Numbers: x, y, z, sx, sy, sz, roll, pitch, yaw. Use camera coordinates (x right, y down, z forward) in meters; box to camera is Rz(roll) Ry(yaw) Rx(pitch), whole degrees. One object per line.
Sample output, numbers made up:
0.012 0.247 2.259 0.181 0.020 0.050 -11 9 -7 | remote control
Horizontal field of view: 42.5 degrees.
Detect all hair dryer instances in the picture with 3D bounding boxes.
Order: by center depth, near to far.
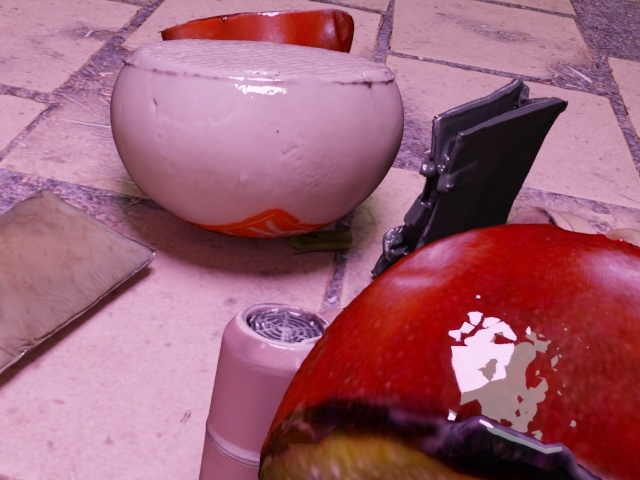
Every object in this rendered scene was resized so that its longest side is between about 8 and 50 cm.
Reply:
-0.016 0.118 0.821 0.106 0.189 0.344 14 19 10 | hair dryer

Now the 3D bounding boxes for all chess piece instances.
0.379 0.037 1.069 0.260 0.143 0.143 7 34 -17 | chess piece

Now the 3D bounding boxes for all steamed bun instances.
-0.083 -0.127 1.064 0.374 0.241 0.374 6 17 -2 | steamed bun

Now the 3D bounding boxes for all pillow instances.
-0.342 0.042 0.904 0.185 0.075 0.302 29 37 13 | pillow

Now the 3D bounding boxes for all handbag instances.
0.190 -0.071 1.062 0.079 0.248 0.260 36 40 24 | handbag

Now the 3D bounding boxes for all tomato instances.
-0.093 -0.288 1.350 0.338 0.144 0.338 -7 10 1 | tomato

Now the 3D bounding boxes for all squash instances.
0.000 0.000 1.102 0.083 0.027 0.027 -3 36 -17 | squash

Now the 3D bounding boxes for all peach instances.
0.152 0.170 0.601 0.416 0.339 0.353 3 54 -42 | peach
